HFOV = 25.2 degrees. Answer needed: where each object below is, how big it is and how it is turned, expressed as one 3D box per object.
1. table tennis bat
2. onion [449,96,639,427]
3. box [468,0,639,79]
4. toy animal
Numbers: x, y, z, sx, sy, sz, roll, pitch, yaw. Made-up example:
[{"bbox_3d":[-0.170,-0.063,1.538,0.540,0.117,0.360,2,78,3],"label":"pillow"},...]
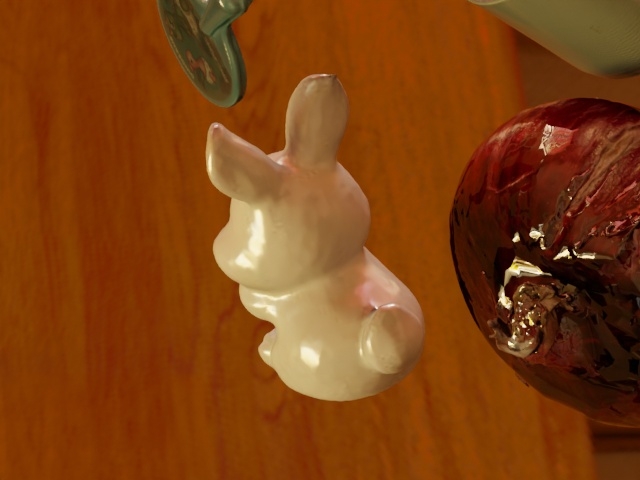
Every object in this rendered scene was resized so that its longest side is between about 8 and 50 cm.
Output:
[{"bbox_3d":[-0.091,-0.177,1.183,0.033,0.201,0.124,-31,91,-18],"label":"table tennis bat"},{"bbox_3d":[0.238,0.034,1.221,0.314,0.314,0.232,46,61,1],"label":"onion"},{"bbox_3d":[0.239,-0.266,1.214,0.149,0.226,0.226,26,59,-26],"label":"box"},{"bbox_3d":[-0.004,0.002,1.654,0.196,0.241,0.368,-31,108,-24],"label":"toy animal"}]
